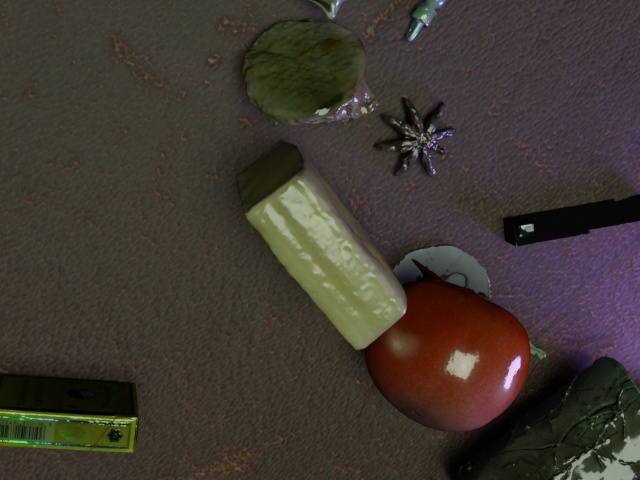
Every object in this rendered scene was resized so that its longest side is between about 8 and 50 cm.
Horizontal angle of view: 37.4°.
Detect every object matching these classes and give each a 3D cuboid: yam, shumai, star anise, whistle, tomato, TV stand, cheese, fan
[{"bbox_3d":[0.410,0.387,1.599,0.348,0.241,0.241,-36,108,0],"label":"yam"},{"bbox_3d":[-0.014,-0.232,1.411,0.201,0.201,0.120,-23,148,-6],"label":"shumai"},{"bbox_3d":[0.153,-0.162,1.499,0.141,0.042,0.141,-3,103,-12],"label":"star anise"},{"bbox_3d":[0.162,-0.351,1.457,0.035,0.035,0.100,31,96,-18],"label":"whistle"},{"bbox_3d":[0.195,0.175,1.476,0.256,0.256,0.224,38,69,-18],"label":"tomato"},{"bbox_3d":[0.437,-0.035,1.591,0.256,0.049,0.040,-10,104,-10],"label":"TV stand"},{"bbox_3d":[0.000,0.000,1.399,0.124,0.242,0.265,-37,109,8],"label":"cheese"},{"bbox_3d":[0.254,0.128,1.610,0.329,0.009,0.191,26,99,-15],"label":"fan"}]

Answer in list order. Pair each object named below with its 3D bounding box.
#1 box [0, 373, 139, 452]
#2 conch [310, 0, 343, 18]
[{"bbox_3d":[-0.388,0.259,1.429,0.220,0.141,0.064,8,101,-14],"label":"box"},{"bbox_3d":[0.033,-0.396,1.388,0.234,0.114,0.137,-6,96,25],"label":"conch"}]
